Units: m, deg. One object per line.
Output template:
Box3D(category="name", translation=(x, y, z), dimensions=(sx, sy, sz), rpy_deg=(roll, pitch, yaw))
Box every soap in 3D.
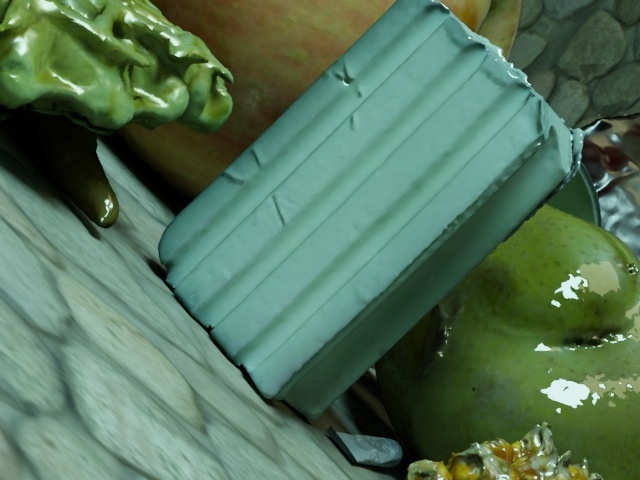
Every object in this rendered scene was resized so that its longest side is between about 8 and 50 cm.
Box3D(category="soap", translation=(0.032, -0.026, 1.260), dimensions=(0.150, 0.261, 0.094), rpy_deg=(48, 3, 27))

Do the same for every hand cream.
Box3D(category="hand cream", translation=(0.031, 0.140, 1.303), dimensions=(0.030, 0.019, 0.093), rpy_deg=(49, 14, 24))

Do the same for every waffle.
Box3D(category="waffle", translation=(-0.204, -0.167, 1.216), dimensions=(0.317, 0.073, 0.297), rpy_deg=(9, 31, -47))

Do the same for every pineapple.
Box3D(category="pineapple", translation=(0.115, 0.165, 1.098), dimensions=(0.079, 0.135, 0.233), rpy_deg=(48, 8, 35))

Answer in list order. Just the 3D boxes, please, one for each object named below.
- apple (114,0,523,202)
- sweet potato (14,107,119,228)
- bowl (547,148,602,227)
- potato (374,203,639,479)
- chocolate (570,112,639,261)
Box3D(category="apple", translation=(-0.018, -0.200, 1.594), dimensions=(0.346, 0.391, 0.391), rpy_deg=(27, 1, 14))
Box3D(category="sweet potato", translation=(-0.176, -0.089, 1.277), dimensions=(0.069, 0.059, 0.249), rpy_deg=(8, 35, -46))
Box3D(category="bowl", translation=(0.137, -0.014, 1.792), dimensions=(0.211, 0.211, 0.112), rpy_deg=(43, -2, -18))
Box3D(category="potato", translation=(0.147, 0.085, 1.406), dimensions=(0.202, 0.218, 0.351), rpy_deg=(81, -18, -56))
Box3D(category="chocolate", translation=(0.316, 0.101, 1.967), dimensions=(0.331, 0.383, 0.383), rpy_deg=(55, 10, 27))
